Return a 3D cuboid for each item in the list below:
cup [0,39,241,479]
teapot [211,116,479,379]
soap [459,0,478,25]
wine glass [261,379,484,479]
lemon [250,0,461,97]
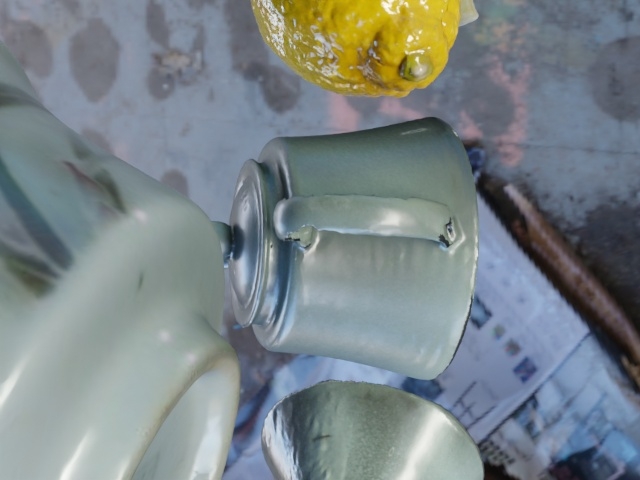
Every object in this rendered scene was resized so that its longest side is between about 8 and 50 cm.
[{"bbox_3d":[-0.138,0.092,0.498,0.163,0.347,0.347,19,112,11],"label":"cup"},{"bbox_3d":[0.000,0.000,0.728,0.239,0.149,0.162,162,111,-74],"label":"teapot"},{"bbox_3d":[0.089,-0.345,1.508,0.174,0.274,0.089,-14,67,12],"label":"soap"},{"bbox_3d":[0.017,0.371,1.287,0.267,0.406,0.267,7,128,10],"label":"wine glass"},{"bbox_3d":[0.024,-0.167,0.819,0.142,0.142,0.187,-60,41,30],"label":"lemon"}]
